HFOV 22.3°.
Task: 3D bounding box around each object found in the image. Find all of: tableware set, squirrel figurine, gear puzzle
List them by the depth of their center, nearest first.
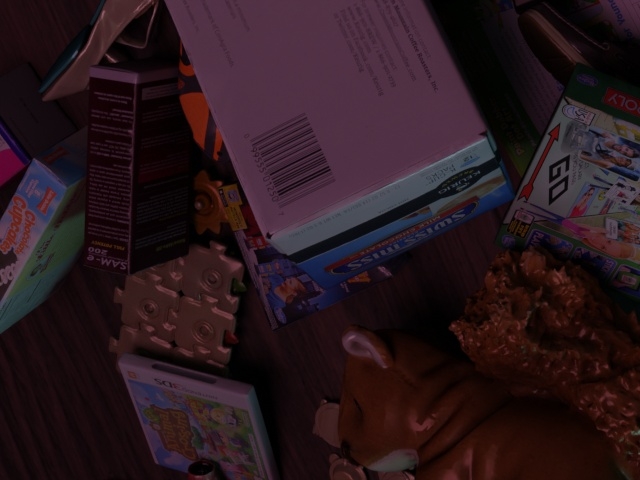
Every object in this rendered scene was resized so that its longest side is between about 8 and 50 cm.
[{"bbox_3d":[0.203,0.185,1.782,0.370,0.281,0.397,43,113,31],"label":"squirrel figurine"},{"bbox_3d":[0.065,0.273,2.049,0.168,0.020,0.141,10,117,27],"label":"tableware set"},{"bbox_3d":[-0.171,0.051,2.058,0.175,0.044,0.339,21,122,16],"label":"gear puzzle"}]

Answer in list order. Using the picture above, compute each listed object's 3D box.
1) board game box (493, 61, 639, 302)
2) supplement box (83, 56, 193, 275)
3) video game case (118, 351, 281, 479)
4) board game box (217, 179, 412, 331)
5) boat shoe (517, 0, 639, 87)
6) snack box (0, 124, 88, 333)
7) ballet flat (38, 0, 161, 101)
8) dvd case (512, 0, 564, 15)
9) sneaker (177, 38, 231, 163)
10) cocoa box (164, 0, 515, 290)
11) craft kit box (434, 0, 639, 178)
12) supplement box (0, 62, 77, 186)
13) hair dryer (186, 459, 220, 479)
[{"bbox_3d":[0.307,-0.041,1.609,0.213,0.046,0.317,23,154,5],"label":"board game box"},{"bbox_3d":[-0.212,-0.090,1.921,0.073,0.130,0.239,10,105,27],"label":"supplement box"},{"bbox_3d":[-0.155,0.243,2.119,0.193,0.023,0.212,12,138,25],"label":"video game case"},{"bbox_3d":[0.000,0.000,1.920,0.194,0.060,0.194,-10,109,32],"label":"board game box"},{"bbox_3d":[0.291,-0.161,1.592,0.223,0.080,0.073,43,84,-5],"label":"boat shoe"},{"bbox_3d":[-0.342,-0.013,2.031,0.060,0.187,0.322,41,127,6],"label":"snack box"},{"bbox_3d":[-0.252,-0.238,1.937,0.086,0.086,0.248,44,127,3],"label":"ballet flat"},{"bbox_3d":[0.277,-0.341,1.558,0.253,0.022,0.180,-19,76,35],"label":"dvd case"},{"bbox_3d":[-0.030,-0.145,1.839,0.321,0.124,0.180,37,132,22],"label":"sneaker"},{"bbox_3d":[0.012,-0.167,1.604,0.231,0.228,0.347,-26,71,6],"label":"cocoa box"},{"bbox_3d":[0.274,-0.182,1.671,0.246,0.061,0.250,-24,101,34],"label":"craft kit box"},{"bbox_3d":[-0.435,-0.115,2.080,0.220,0.114,0.111,-31,97,36],"label":"supplement box"},{"bbox_3d":[-0.206,0.392,2.218,0.223,0.080,0.293,43,132,2],"label":"hair dryer"}]
